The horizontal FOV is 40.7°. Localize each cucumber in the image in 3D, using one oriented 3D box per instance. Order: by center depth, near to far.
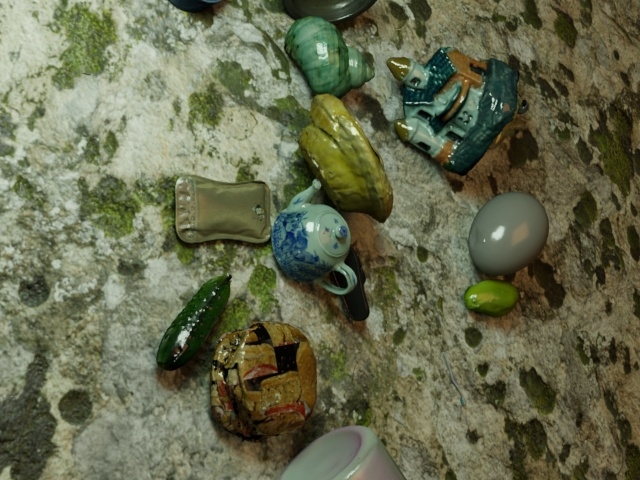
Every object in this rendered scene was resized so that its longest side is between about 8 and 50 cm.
[{"bbox_3d":[-0.217,0.140,1.530,0.069,0.069,0.227,48,49,-20],"label":"cucumber"}]

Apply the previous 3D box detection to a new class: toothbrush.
[{"bbox_3d":[0.303,0.312,1.951,0.011,0.013,0.131,-22,91,-52],"label":"toothbrush"}]

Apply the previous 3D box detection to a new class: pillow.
[{"bbox_3d":[-0.180,-0.055,1.631,0.217,0.033,0.130,3,83,-40],"label":"pillow"}]

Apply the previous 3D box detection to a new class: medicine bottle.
[{"bbox_3d":[0.104,0.550,1.581,0.219,0.219,0.388,-44,107,-38],"label":"medicine bottle"}]

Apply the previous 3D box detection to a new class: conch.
[{"bbox_3d":[0.018,-0.385,1.833,0.188,0.122,0.176,40,42,-29],"label":"conch"}]

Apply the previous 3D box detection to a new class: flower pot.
[{"bbox_3d":[0.014,-0.592,1.848,0.235,0.235,0.148,8,53,-38],"label":"flower pot"}]

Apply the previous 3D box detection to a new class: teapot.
[{"bbox_3d":[0.000,0.000,1.692,0.159,0.159,0.232,-26,97,-41],"label":"teapot"}]

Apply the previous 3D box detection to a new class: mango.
[{"bbox_3d":[0.408,0.138,2.046,0.165,0.074,0.091,-3,82,-40],"label":"mango"}]

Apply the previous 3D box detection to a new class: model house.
[{"bbox_3d":[0.268,-0.321,1.968,0.291,0.253,0.184,26,47,-13],"label":"model house"}]

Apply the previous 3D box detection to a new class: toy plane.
[{"bbox_3d":[0.472,-0.339,2.223,0.242,0.104,0.256,47,45,-40],"label":"toy plane"}]

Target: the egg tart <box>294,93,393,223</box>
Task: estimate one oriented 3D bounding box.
[{"bbox_3d":[0.042,-0.152,1.736,0.115,0.290,0.290,-29,99,-4],"label":"egg tart"}]

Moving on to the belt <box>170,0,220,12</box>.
[{"bbox_3d":[-0.228,-0.539,1.693,0.141,0.082,0.190,50,53,-25],"label":"belt"}]

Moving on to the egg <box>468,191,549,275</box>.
[{"bbox_3d":[0.442,-0.013,2.052,0.232,0.176,0.176,-44,107,-28],"label":"egg"}]

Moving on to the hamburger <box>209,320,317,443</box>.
[{"bbox_3d":[-0.098,0.255,1.573,0.231,0.107,0.231,21,60,-40],"label":"hamburger"}]

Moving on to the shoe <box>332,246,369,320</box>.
[{"bbox_3d":[0.068,0.088,1.789,0.053,0.062,0.159,-10,85,-68],"label":"shoe"}]
